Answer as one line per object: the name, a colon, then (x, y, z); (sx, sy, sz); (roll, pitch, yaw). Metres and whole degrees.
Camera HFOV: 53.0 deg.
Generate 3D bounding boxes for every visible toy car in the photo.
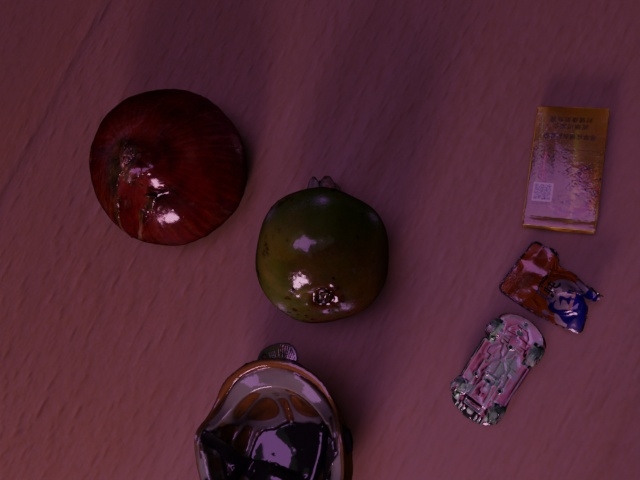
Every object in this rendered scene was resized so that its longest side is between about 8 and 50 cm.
toy car: (0.213, 0.153, 0.763); (0.069, 0.055, 0.142); (36, 104, 31)

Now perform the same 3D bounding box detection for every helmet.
helmet: (-0.046, 0.269, 0.798); (0.198, 0.130, 0.224); (-6, 67, 16)

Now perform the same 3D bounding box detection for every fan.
fan: (-0.063, 0.180, 0.889); (0.060, 0.003, 0.080); (8, 83, 23)

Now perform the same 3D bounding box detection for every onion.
onion: (-0.226, -0.113, 0.936); (0.248, 0.161, 0.248); (-1, 67, 2)

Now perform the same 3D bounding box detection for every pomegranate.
pomegranate: (0.000, 0.000, 0.826); (0.180, 0.180, 0.209); (-20, 45, 16)

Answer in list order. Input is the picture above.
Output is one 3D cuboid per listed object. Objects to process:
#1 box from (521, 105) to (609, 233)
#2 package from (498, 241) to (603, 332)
box: (0.303, -0.088, 0.793); (0.089, 0.022, 0.156); (5, 82, 23)
package: (0.279, 0.057, 0.770); (0.111, 0.033, 0.077); (38, 118, 36)
